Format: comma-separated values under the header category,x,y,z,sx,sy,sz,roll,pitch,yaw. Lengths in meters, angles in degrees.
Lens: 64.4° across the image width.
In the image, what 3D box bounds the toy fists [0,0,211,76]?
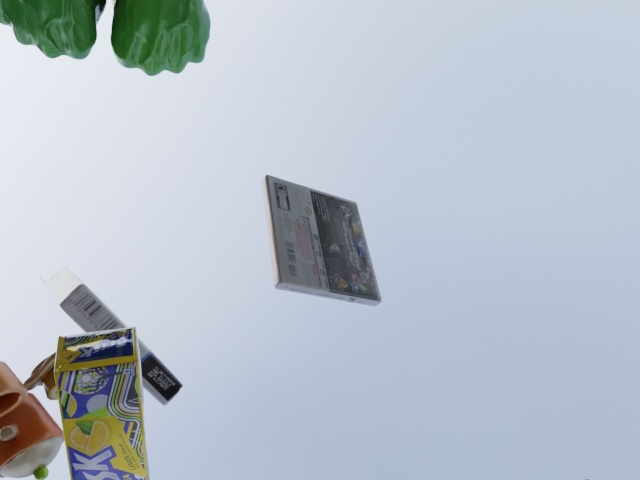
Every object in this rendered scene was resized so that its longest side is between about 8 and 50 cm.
category,x,y,z,sx,sy,sz,roll,pitch,yaw
toy fists,-0.292,-0.313,0.692,0.279,0.142,0.096,5,-144,-19

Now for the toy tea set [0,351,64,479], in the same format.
category,x,y,z,sx,sy,sz,roll,pitch,yaw
toy tea set,-0.428,0.248,0.635,0.200,0.336,0.124,-46,-109,14

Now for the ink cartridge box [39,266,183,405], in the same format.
category,x,y,z,sx,sy,sz,roll,pitch,yaw
ink cartridge box,-0.455,0.190,1.097,0.072,0.304,0.307,-45,-151,-19

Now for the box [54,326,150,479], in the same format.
category,x,y,z,sx,sy,sz,roll,pitch,yaw
box,-0.172,0.158,0.412,0.059,0.169,0.054,-4,-157,-20

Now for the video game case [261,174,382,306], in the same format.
category,x,y,z,sx,sy,sz,roll,pitch,yaw
video game case,0.000,0.000,0.751,0.022,0.173,0.191,-46,-137,39

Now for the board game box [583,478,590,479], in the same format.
category,x,y,z,sx,sy,sz,roll,pitch,yaw
board game box,0.304,0.365,0.628,0.136,0.201,0.035,26,-141,-15
